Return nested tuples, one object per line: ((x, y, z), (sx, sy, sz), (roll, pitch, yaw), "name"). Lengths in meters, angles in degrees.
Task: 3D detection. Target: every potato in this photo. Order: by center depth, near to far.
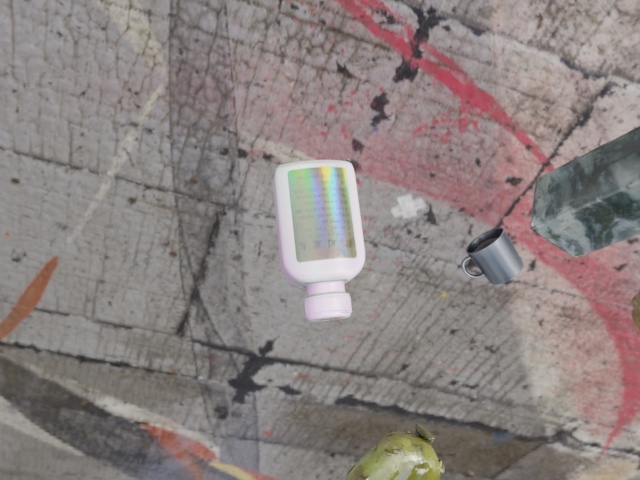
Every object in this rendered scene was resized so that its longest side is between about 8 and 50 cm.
((0.067, 0.296, 0.667), (0.117, 0.090, 0.226), (0, 115, -22), "potato")

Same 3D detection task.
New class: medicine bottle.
((0.000, 0.000, 0.870), (0.115, 0.219, 0.078), (-4, 168, -12), "medicine bottle")

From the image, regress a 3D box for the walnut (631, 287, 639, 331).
((0.633, 0.121, 1.105), (0.166, 0.149, 0.167), (-6, 105, -25), "walnut")

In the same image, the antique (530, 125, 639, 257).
((0.349, -0.054, 0.767), (0.088, 0.086, 0.183), (31, 146, -20), "antique")

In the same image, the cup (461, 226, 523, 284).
((0.304, 0.036, 1.122), (0.100, 0.078, 0.077), (-34, 100, 10), "cup")
